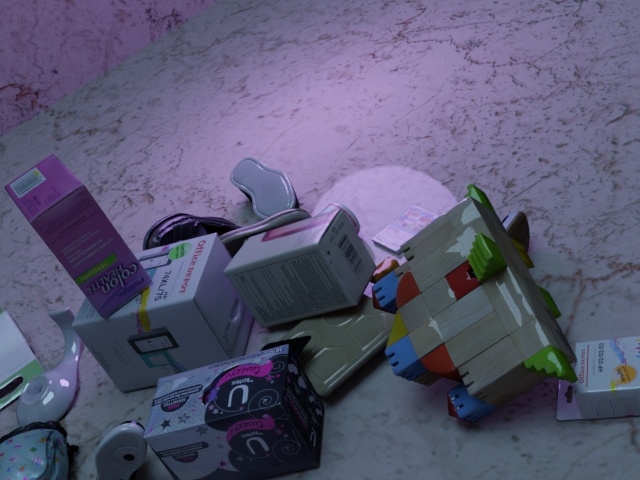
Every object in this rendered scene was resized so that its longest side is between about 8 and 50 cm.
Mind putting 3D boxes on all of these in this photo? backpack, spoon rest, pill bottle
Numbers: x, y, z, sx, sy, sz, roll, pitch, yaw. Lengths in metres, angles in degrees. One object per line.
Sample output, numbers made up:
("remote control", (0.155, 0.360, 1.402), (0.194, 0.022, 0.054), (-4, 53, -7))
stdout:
("backpack", (-0.526, 0.419, 1.723), (0.152, 0.115, 0.182), (-24, 35, 0))
("spoon rest", (-0.556, 0.276, 1.994), (0.137, 0.084, 0.276), (-13, 48, 22))
("pill bottle", (0.000, 0.000, 1.955), (0.160, 0.087, 0.087), (-42, 36, -24))

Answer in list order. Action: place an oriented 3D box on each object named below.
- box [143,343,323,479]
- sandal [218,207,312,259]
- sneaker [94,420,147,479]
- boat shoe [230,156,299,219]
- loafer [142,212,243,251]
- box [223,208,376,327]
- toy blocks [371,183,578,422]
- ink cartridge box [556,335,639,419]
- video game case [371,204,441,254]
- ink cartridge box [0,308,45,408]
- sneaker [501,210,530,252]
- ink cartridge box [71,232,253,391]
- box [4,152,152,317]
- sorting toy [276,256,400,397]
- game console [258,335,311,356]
("box", (-0.139, 0.297, 1.569), (0.247, 0.163, 0.142), (-17, 34, 15))
("sandal", (-0.144, 0.029, 2.001), (0.303, 0.120, 0.086), (-27, 59, -7))
("sneaker", (-0.336, 0.345, 1.617), (0.079, 0.216, 0.121), (16, 38, -10))
("boat shoe", (-0.108, -0.105, 2.173), (0.114, 0.091, 0.302), (-47, 35, 6))
("loafer", (-0.253, -0.004, 2.027), (0.095, 0.109, 0.302), (6, 9, 27))
("box", (-0.037, 0.055, 1.807), (0.232, 0.148, 0.127), (-16, 26, 35))
("toy blocks", (0.211, 0.125, 1.498), (0.261, 0.191, 0.381), (-38, 53, 21))
("ink cartridge box", (0.430, 0.200, 1.394), (0.181, 0.061, 0.104), (-10, 36, 25))
("video game case", (0.174, -0.023, 1.934), (0.122, 0.011, 0.087), (-38, 34, -17))
("ink cartridge box", (-0.711, 0.281, 2.104), (0.171, 0.056, 0.235), (-36, 56, -13))
("sneaker", (0.260, 0.049, 1.693), (0.153, 0.099, 0.282), (5, 47, 37))
("ink cartridge box", (-0.295, 0.142, 1.864), (0.270, 0.197, 0.198), (-14, 35, 20))
("box", (-0.454, -0.012, 1.784), (0.117, 0.243, 0.213), (-38, 34, -12))
("sorting toy", (0.066, 0.154, 1.746), (0.307, 0.041, 0.229), (-39, 30, -18))
("game console", (-0.071, 0.232, 1.700), (0.122, 0.107, 0.071), (-17, -10, 42))
